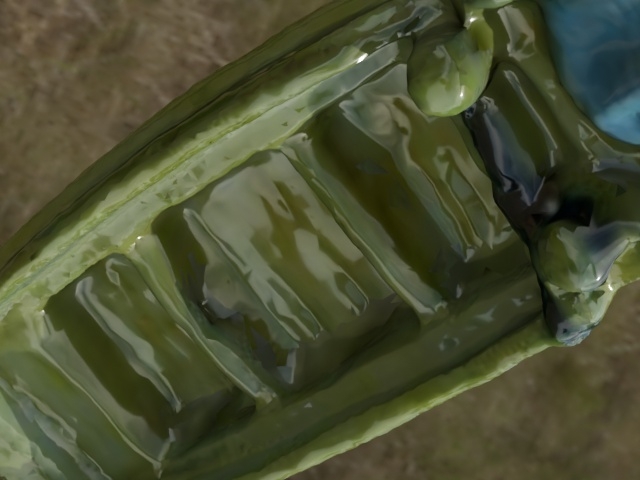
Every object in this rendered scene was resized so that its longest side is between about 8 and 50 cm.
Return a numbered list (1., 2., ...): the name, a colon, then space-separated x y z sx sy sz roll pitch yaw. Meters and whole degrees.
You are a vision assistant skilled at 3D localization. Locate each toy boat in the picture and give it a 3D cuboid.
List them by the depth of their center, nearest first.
1. toy boat: 0.003 -0.003 0.519 0.111 0.276 0.084 51 33 -11
